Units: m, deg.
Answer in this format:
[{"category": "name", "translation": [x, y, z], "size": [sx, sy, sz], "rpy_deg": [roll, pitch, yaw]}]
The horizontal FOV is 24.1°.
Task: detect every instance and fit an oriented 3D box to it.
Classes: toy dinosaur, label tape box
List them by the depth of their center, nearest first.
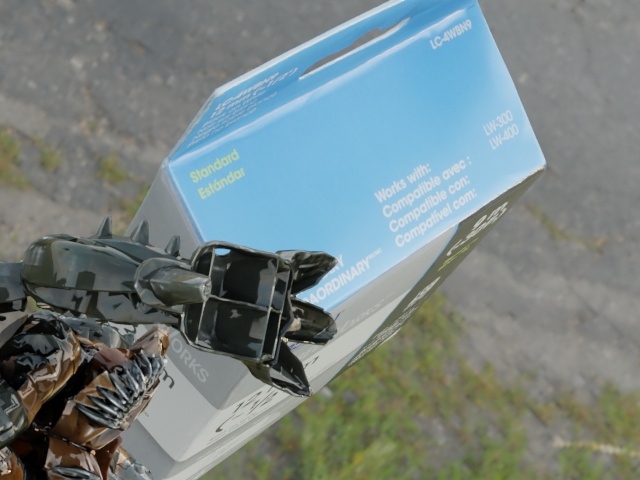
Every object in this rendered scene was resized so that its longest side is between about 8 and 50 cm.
[{"category": "toy dinosaur", "translation": [-0.128, 0.065, 0.542], "size": [0.218, 0.164, 0.322], "rpy_deg": [9, 0, 22]}, {"category": "label tape box", "translation": [0.000, 0.000, 0.880], "size": [0.249, 0.347, 0.115], "rpy_deg": [-32, 79, -36]}]
